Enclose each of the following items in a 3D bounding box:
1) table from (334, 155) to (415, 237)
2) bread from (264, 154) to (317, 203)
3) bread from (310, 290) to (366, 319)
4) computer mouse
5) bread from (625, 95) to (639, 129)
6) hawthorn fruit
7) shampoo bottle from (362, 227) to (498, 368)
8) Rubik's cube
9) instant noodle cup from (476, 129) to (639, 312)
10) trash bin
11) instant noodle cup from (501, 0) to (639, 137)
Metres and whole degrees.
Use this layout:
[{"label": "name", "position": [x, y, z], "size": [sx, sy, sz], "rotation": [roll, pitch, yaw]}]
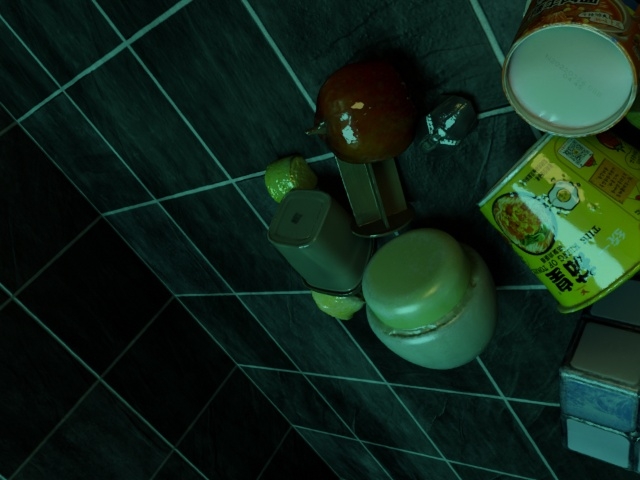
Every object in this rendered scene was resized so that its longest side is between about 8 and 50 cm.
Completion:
[{"label": "table", "position": [0.122, -0.145, 1.472], "size": [0.167, 0.167, 0.226], "rotation": [6, 127, 39]}, {"label": "bread", "position": [-0.086, -0.165, 1.677], "size": [0.114, 0.111, 0.129], "rotation": [-19, 122, 43]}, {"label": "bread", "position": [0.070, 0.139, 1.840], "size": [0.197, 0.197, 0.170], "rotation": [45, 136, -12]}, {"label": "computer mouse", "position": [0.258, -0.236, 1.296], "size": [0.106, 0.062, 0.192], "rotation": [40, 146, -4]}, {"label": "bread", "position": [0.538, -0.172, 0.870], "size": [0.138, 0.361, 0.077], "rotation": [34, 109, 9]}, {"label": "hawthorn fruit", "position": [0.084, -0.257, 1.267], "size": [0.215, 0.250, 0.215], "rotation": [49, 152, 37]}, {"label": "shampoo bottle", "position": [0.278, 0.153, 1.522], "size": [0.323, 0.322, 0.317], "rotation": [1, 139, 42]}, {"label": "Rubik's cube", "position": [0.709, 0.296, 1.299], "size": [0.314, 0.316, 0.318], "rotation": [12, 138, 34]}, {"label": "instant noodle cup", "position": [0.464, -0.067, 1.111], "size": [0.254, 0.326, 0.325], "rotation": [45, 148, 7]}, {"label": "trash bin", "position": [0.000, 0.000, 1.641], "size": [0.220, 0.219, 0.250], "rotation": [6, 156, 35]}, {"label": "instant noodle cup", "position": [0.411, -0.295, 0.956], "size": [0.251, 0.192, 0.250], "rotation": [25, 146, 19]}]
